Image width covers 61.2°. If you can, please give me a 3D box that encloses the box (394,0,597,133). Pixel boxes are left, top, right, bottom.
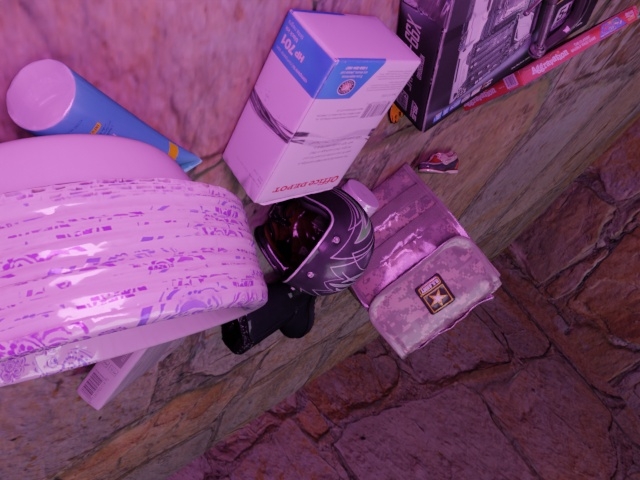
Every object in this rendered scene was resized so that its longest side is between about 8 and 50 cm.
[{"bbox_3d":[0.232,-0.297,0.652,0.307,0.076,0.242,-34,161,-10],"label":"box"}]

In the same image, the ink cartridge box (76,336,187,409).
[{"bbox_3d":[-0.267,0.155,0.883,0.181,0.056,0.224,-48,178,28],"label":"ink cartridge box"}]

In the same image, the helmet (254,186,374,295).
[{"bbox_3d":[0.000,0.000,0.794,0.169,0.161,0.169,-34,161,-13],"label":"helmet"}]

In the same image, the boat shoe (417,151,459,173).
[{"bbox_3d":[0.232,-0.152,1.059,0.137,0.049,0.043,-11,106,-49],"label":"boat shoe"}]

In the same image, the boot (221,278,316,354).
[{"bbox_3d":[-0.106,0.158,1.076,0.207,0.094,0.246,-30,154,-33],"label":"boot"}]

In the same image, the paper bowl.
[{"bbox_3d":[-0.194,0.020,0.426,0.284,0.148,0.284,-17,171,-3],"label":"paper bowl"}]

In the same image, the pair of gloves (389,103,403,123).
[{"bbox_3d":[0.134,-0.206,0.793,0.083,0.010,0.074,-36,162,-7],"label":"pair of gloves"}]

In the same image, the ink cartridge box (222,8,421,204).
[{"bbox_3d":[-0.003,-0.139,0.584,0.139,0.082,0.191,-18,155,-45],"label":"ink cartridge box"}]

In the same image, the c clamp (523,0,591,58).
[{"bbox_3d":[0.285,-0.276,0.651,0.137,0.022,0.160,-44,159,2],"label":"c clamp"}]

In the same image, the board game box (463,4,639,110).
[{"bbox_3d":[0.379,-0.302,0.900,0.281,0.027,0.145,-31,-171,-20],"label":"board game box"}]

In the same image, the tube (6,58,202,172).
[{"bbox_3d":[-0.175,-0.082,0.467,0.080,0.052,0.207,-26,167,4],"label":"tube"}]

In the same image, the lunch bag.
[{"bbox_3d":[0.164,0.046,1.016,0.235,0.287,0.169,-38,162,2],"label":"lunch bag"}]

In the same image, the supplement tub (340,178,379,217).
[{"bbox_3d":[0.039,-0.043,0.912,0.107,0.071,0.071,-48,159,26],"label":"supplement tub"}]
